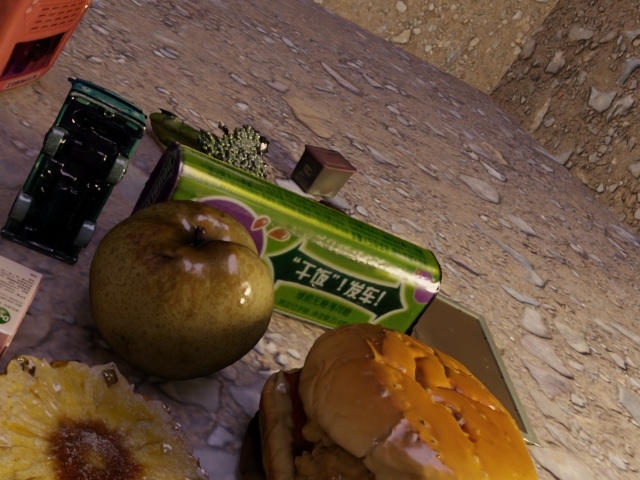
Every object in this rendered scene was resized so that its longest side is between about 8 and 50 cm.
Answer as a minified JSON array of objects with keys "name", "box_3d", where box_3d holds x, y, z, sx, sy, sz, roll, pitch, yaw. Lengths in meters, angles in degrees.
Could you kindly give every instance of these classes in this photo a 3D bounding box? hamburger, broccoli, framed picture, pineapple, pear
[{"name":"hamburger","box_3d":[0.064,0.175,0.640,0.244,0.163,0.244,27,24,-13]},{"name":"broccoli","box_3d":[-0.158,-0.119,1.007,0.122,0.118,0.204,-10,33,-45]},{"name":"framed picture","box_3d":[0.168,0.145,1.024,0.216,0.016,0.273,28,25,-19]},{"name":"pineapple","box_3d":[-0.159,0.160,0.517,0.221,0.047,0.221,30,24,-15]},{"name":"pear","box_3d":[-0.122,0.040,0.680,0.167,0.137,0.167,11,33,-7]}]

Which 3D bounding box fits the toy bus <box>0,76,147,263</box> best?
[{"name":"toy bus","box_3d":[-0.228,-0.070,0.720,0.079,0.160,0.092,25,23,-22]}]

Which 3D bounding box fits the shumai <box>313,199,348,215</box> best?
[{"name":"shumai","box_3d":[0.001,0.000,0.986,0.099,0.087,0.124,11,34,-46]}]

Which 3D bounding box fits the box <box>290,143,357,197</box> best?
[{"name":"box","box_3d":[0.004,-0.109,1.229,0.084,0.063,0.060,3,37,-50]}]

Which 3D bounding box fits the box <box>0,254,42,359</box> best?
[{"name":"box","box_3d":[-0.287,0.037,0.583,0.125,0.043,0.089,28,24,-16]}]

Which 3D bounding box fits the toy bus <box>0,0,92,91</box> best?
[{"name":"toy bus","box_3d":[-0.480,-0.372,0.883,0.426,0.233,0.203,36,23,-4]}]

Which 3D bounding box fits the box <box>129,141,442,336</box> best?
[{"name":"box","box_3d":[-0.032,0.015,0.857,0.345,0.134,0.097,21,25,-28]}]
